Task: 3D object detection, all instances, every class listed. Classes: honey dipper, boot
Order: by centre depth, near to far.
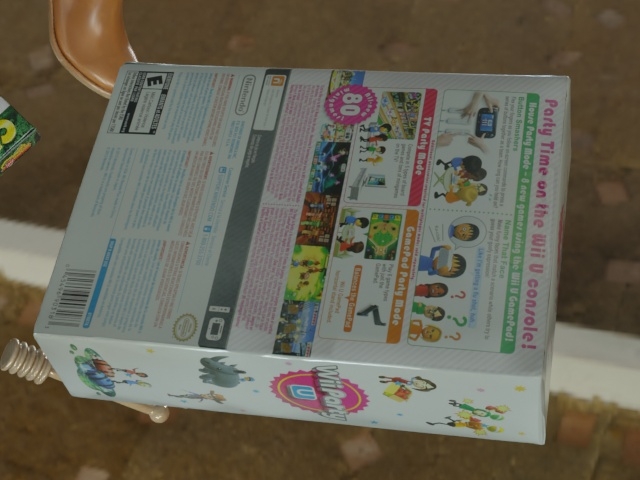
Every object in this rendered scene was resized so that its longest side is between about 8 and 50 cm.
[{"bbox_3d":[-0.201,0.128,1.184,0.160,0.030,0.030,26,-146,-26],"label":"honey dipper"},{"bbox_3d":[-0.206,-0.242,1.294,0.197,0.152,0.073,54,-138,-1],"label":"boot"}]

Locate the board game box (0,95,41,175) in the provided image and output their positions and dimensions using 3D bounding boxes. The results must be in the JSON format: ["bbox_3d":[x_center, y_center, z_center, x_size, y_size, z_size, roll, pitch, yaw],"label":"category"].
[{"bbox_3d":[-0.381,-0.047,1.160,0.136,0.030,0.259,43,-102,15],"label":"board game box"}]

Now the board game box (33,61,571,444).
[{"bbox_3d":[0.000,0.000,0.864,0.303,0.097,0.224,4,-123,13],"label":"board game box"}]
